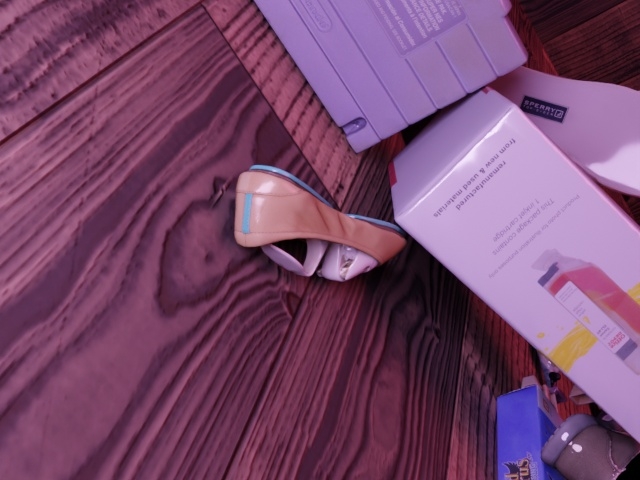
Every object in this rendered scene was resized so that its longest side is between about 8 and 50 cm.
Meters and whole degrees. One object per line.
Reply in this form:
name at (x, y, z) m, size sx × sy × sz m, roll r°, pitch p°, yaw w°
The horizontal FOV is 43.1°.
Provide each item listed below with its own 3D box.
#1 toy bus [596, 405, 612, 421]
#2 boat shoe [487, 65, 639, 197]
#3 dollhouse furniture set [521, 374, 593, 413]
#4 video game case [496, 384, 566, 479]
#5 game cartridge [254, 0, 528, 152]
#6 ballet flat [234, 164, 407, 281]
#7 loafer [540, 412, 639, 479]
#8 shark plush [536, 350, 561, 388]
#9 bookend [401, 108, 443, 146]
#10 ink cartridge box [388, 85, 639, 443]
toy bus at (0.568, 0.402, 1.329) m, size 0.108 × 0.130 × 0.332 m, roll 24°, pitch 47°, yaw -53°
boat shoe at (0.347, -0.142, 1.075) m, size 0.341 × 0.127 × 0.158 m, roll 31°, pitch 7°, yaw 27°
dollhouse furniture set at (0.343, 0.226, 1.092) m, size 0.091 × 0.114 × 0.081 m, roll 44°, pitch 37°, yaw -40°
video game case at (0.289, 0.347, 0.944) m, size 0.244 × 0.061 × 0.269 m, roll 51°, pitch 29°, yaw -24°
game cartridge at (0.042, -0.290, 0.851) m, size 0.355 × 0.230 × 0.068 m, roll 55°, pitch 21°, yaw -20°
ballet flat at (0.000, 0.000, 0.724) m, size 0.232 × 0.080 × 0.073 m, roll 22°, pitch 76°, yaw -51°
loafer at (0.342, 0.257, 0.924) m, size 0.251 × 0.094 × 0.087 m, roll 14°, pitch 24°, yaw -45°
shark plush at (0.357, 0.178, 1.230) m, size 0.161 × 0.073 × 0.067 m, roll -93°, pitch 177°, yaw -46°
bookend at (0.187, -0.106, 1.136) m, size 0.157 × 0.072 × 0.156 m, roll 18°, pitch 52°, yaw -55°
ink cartridge box at (0.267, 0.017, 0.904) m, size 0.385 × 0.160 × 0.279 m, roll 43°, pitch 13°, yaw -10°
